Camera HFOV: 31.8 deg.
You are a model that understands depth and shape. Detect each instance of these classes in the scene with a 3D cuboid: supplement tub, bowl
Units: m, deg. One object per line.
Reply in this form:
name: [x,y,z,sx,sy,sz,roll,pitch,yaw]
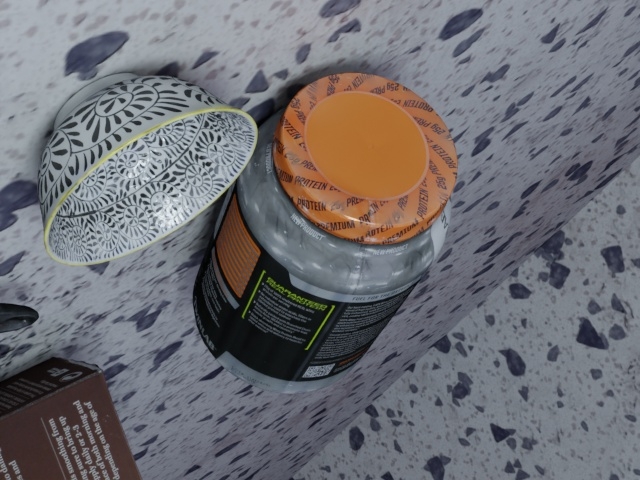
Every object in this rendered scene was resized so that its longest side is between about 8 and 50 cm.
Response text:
supplement tub: [0.000,0.000,1.034,0.193,0.194,0.316,-26,162,-28]
bowl: [-0.136,-0.064,0.789,0.170,0.080,0.170,-32,164,-10]

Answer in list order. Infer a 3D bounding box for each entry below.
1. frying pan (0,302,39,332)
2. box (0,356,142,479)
frying pan: [-0.308,0.033,0.771,0.326,0.053,0.197,-19,159,-46]
box: [-0.359,0.275,1.040,0.381,0.191,0.143,-25,-166,-31]
